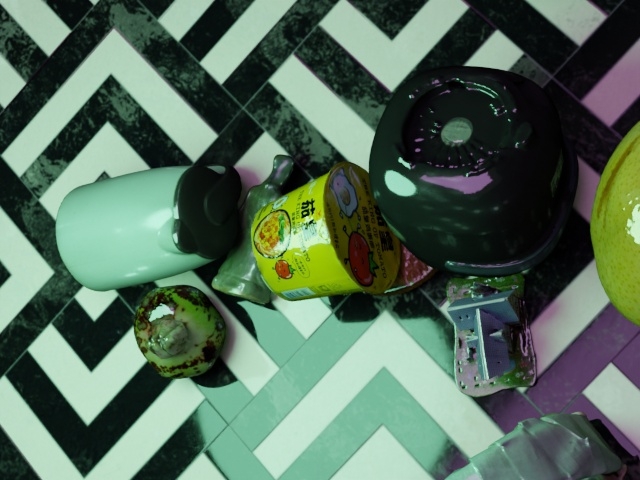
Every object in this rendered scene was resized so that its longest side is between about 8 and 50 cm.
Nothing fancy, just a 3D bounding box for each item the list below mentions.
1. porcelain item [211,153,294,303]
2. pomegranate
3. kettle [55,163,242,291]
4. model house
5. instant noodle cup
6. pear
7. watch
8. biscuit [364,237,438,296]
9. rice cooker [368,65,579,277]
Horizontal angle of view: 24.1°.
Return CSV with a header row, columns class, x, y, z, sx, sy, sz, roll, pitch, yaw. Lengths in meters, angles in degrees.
class,x,y,z,sx,sy,sz,roll,pitch,yaw
porcelain item,-0.087,-0.021,2.144,0.081,0.069,0.215,13,84,42
pomegranate,-0.212,0.134,2.120,0.126,0.163,0.138,-20,92,35
kettle,-0.227,-0.038,2.154,0.236,0.221,0.161,-13,114,37
model house,0.212,0.115,1.967,0.117,0.088,0.167,-9,75,22
instant noodle cup,0.000,0.000,2.022,0.144,0.182,0.182,-17,71,31
pear,0.474,-0.032,1.776,0.314,0.314,0.314,-6,76,23
watch,0.231,0.311,1.829,0.253,0.241,0.161,-43,63,10
biscuit,0.097,0.015,2.077,0.206,0.025,0.126,-10,74,24
rice cooker,0.197,-0.091,1.922,0.267,0.224,0.267,-7,58,12
